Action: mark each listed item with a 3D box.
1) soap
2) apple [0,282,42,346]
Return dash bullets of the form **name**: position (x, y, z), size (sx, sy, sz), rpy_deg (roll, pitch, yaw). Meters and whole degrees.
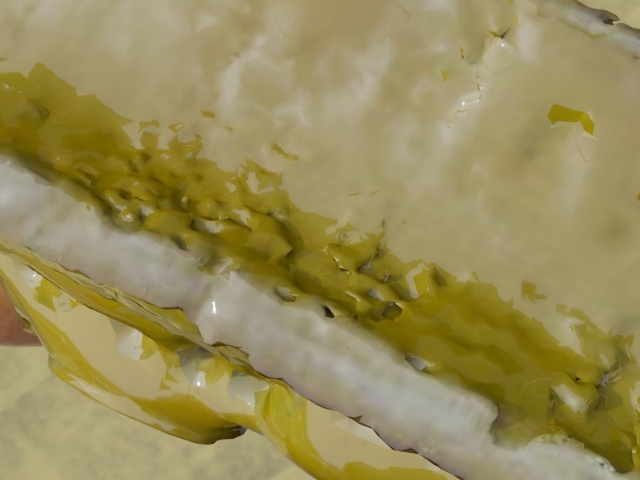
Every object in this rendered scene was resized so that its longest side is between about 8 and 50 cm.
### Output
- **soap**: position (0.000, 0.000, 0.611), size (0.338, 0.304, 0.169), rpy_deg (26, 85, 14)
- **apple**: position (-0.218, -0.093, 1.371), size (0.364, 0.364, 0.364), rpy_deg (6, 105, 25)
